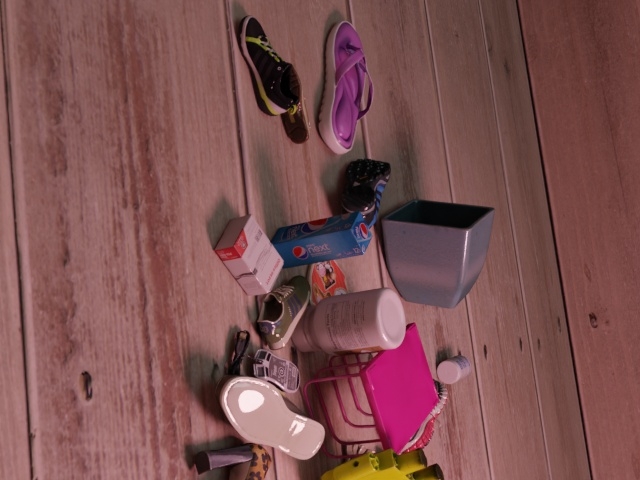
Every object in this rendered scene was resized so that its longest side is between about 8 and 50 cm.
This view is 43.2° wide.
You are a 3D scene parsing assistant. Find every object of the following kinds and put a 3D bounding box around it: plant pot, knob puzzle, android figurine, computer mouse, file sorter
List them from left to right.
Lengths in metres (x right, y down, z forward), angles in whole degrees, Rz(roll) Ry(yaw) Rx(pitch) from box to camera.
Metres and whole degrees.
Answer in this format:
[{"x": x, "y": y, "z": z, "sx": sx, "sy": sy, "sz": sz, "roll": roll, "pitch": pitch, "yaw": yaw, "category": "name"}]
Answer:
[{"x": -0.114, "y": 0.259, "z": 1.626, "sx": 0.193, "sy": 0.042, "sz": 0.106, "roll": 38, "pitch": 44, "yaw": -40, "category": "computer mouse"}, {"x": 0.024, "y": 0.112, "z": 1.910, "sx": 0.213, "sy": 0.030, "sz": 0.213, "roll": 26, "pitch": 59, "yaw": -53, "category": "knob puzzle"}, {"x": 0.114, "y": 0.341, "z": 1.831, "sx": 0.291, "sy": 0.182, "sz": 0.202, "roll": -30, "pitch": 105, "yaw": -59, "category": "file sorter"}, {"x": 0.114, "y": 0.518, "z": 1.699, "sx": 0.248, "sy": 0.273, "sz": 0.056, "roll": 50, "pitch": 22, "yaw": -42, "category": "android figurine"}, {"x": 0.325, "y": 0.043, "z": 2.234, "sx": 0.247, "sy": 0.248, "sz": 0.252, "roll": -31, "pitch": 124, "yaw": -58, "category": "plant pot"}]

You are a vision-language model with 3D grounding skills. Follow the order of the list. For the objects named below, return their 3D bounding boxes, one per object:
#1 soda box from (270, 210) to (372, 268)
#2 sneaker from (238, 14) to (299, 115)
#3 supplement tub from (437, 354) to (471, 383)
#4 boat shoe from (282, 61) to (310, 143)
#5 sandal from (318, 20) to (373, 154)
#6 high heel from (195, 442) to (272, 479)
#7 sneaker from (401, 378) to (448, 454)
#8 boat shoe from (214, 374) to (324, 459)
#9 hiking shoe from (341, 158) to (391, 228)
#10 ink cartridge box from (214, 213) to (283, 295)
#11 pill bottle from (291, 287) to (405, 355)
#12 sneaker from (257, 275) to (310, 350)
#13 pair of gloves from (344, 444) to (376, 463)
[{"x": 0.000, "y": 0.000, "z": 1.731, "sx": 0.071, "sy": 0.210, "sz": 0.067, "roll": 61, "pitch": 35, "yaw": -27, "category": "soda box"}, {"x": -0.104, "y": -0.392, "z": 1.801, "sx": 0.084, "sy": 0.097, "sz": 0.234, "roll": -35, "pitch": 110, "yaw": -57, "category": "sneaker"}, {"x": 0.395, "y": 0.380, "z": 2.386, "sx": 0.107, "sy": 0.071, "sz": 0.071, "roll": -5, "pitch": 84, "yaw": -60, "category": "supplement tub"}, {"x": -0.063, "y": -0.323, "z": 1.890, "sx": 0.072, "sy": 0.068, "sz": 0.190, "roll": -51, "pitch": 134, "yaw": -67, "category": "boat shoe"}, {"x": 0.088, "y": -0.402, "z": 2.113, "sx": 0.169, "sy": 0.102, "sz": 0.416, "roll": 40, "pitch": 48, "yaw": -46, "category": "sandal"}, {"x": -0.132, "y": 0.500, "z": 1.462, "sx": 0.186, "sy": 0.093, "sz": 0.261, "roll": 12, "pitch": 63, "yaw": -53, "category": "high heel"}, {"x": 0.246, "y": 0.435, "z": 2.090, "sx": 0.112, "sy": 0.121, "sz": 0.299, "roll": 42, "pitch": 28, "yaw": 0, "category": "sneaker"}, {"x": -0.110, "y": 0.333, "z": 1.559, "sx": 0.109, "sy": 0.091, "sz": 0.305, "roll": -56, "pitch": 134, "yaw": -10, "category": "boat shoe"}, {"x": 0.105, "y": -0.111, "z": 2.075, "sx": 0.304, "sy": 0.113, "sz": 0.132, "roll": -60, "pitch": 160, "yaw": -56, "category": "hiking shoe"}, {"x": -0.143, "y": 0.031, "z": 1.636, "sx": 0.135, "sy": 0.056, "sz": 0.099, "roll": 58, "pitch": 37, "yaw": -30, "category": "ink cartridge box"}, {"x": 0.056, "y": 0.180, "z": 1.743, "sx": 0.131, "sy": 0.229, "sz": 0.131, "roll": 27, "pitch": 58, "yaw": -53, "category": "pill bottle"}, {"x": -0.079, "y": 0.130, "z": 1.698, "sx": 0.086, "sy": 0.064, "sz": 0.192, "roll": 60, "pitch": 39, "yaw": -37, "category": "sneaker"}, {"x": 0.120, "y": 0.592, "z": 1.895, "sx": 0.240, "sy": 0.042, "sz": 0.204, "roll": 33, "pitch": 58, "yaw": -45, "category": "pair of gloves"}]
